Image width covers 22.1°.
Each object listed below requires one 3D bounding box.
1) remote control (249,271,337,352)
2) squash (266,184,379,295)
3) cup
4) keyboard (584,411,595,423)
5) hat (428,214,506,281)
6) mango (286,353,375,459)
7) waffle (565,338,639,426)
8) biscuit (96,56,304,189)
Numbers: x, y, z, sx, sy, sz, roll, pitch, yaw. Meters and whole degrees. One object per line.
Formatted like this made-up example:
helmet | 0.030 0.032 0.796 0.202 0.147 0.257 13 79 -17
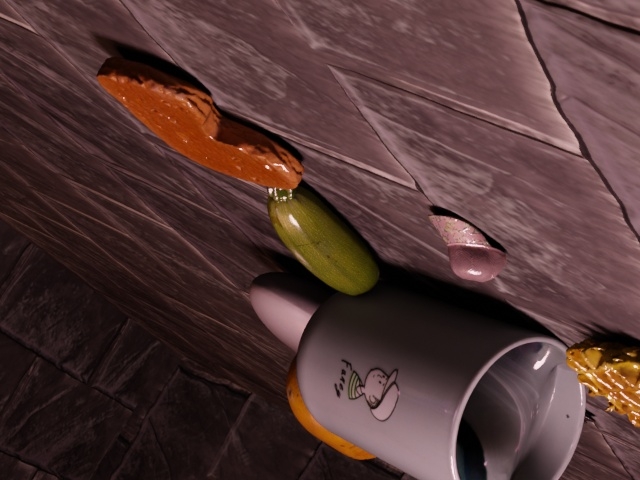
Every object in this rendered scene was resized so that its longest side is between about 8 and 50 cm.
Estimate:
remote control | 0.047 0.144 2.233 0.332 0.103 0.221 30 174 3
squash | 0.000 0.000 1.800 0.066 0.066 0.252 23 167 36
cup | 0.123 0.168 1.870 0.312 0.205 0.205 19 164 48
keyboard | 0.256 0.180 2.077 0.196 0.015 0.074 32 170 -6
hat | 0.132 0.010 1.549 0.087 0.042 0.058 33 169 -11
mango | 0.039 0.227 2.420 0.191 0.160 0.290 58 -164 18
waffle | 0.357 0.167 1.649 0.232 0.051 0.229 23 168 38
biscuit | -0.115 -0.119 1.648 0.186 0.036 0.192 17 163 42
